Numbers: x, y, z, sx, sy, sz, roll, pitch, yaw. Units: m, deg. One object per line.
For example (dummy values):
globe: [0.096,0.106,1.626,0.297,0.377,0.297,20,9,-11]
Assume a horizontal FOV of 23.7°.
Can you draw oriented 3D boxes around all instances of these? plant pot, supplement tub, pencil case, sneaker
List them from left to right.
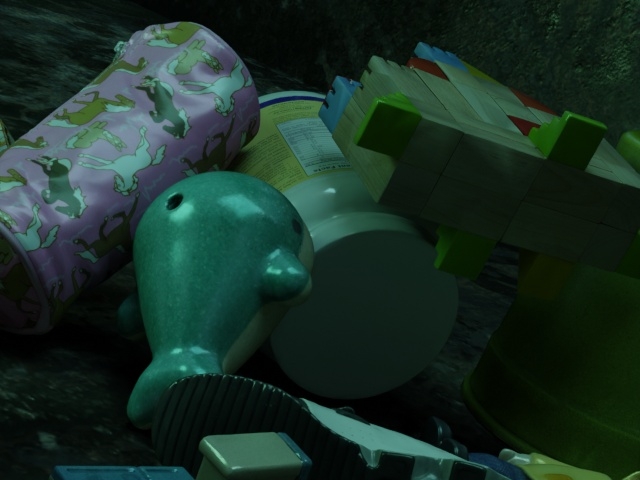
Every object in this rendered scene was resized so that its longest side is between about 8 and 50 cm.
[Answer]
pencil case: [-0.225,-0.069,1.537,0.167,0.160,0.386,11,41,31]
supplement tub: [0.000,0.000,1.678,0.241,0.241,0.331,13,24,-24]
sneaker: [0.018,0.204,1.285,0.331,0.122,0.146,20,-4,7]
plant pot: [0.393,0.076,1.724,0.367,0.353,0.366,19,15,-5]

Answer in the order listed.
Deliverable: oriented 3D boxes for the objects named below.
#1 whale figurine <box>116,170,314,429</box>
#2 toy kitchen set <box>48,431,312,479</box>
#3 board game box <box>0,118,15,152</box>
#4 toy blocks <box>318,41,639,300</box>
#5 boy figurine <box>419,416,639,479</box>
whale figurine: [-0.113,0.045,1.413,0.216,0.141,0.272,-12,39,30]
toy kitchen set: [-0.087,0.179,1.090,0.122,0.166,0.207,8,19,-38]
board game box: [-0.326,-0.044,1.672,0.146,0.045,0.193,60,-3,-25]
toy blocks: [0.156,-0.103,1.569,0.381,0.190,0.261,15,24,-27]
boy figurine: [0.232,0.245,1.423,0.285,0.092,0.177,13,13,-14]
